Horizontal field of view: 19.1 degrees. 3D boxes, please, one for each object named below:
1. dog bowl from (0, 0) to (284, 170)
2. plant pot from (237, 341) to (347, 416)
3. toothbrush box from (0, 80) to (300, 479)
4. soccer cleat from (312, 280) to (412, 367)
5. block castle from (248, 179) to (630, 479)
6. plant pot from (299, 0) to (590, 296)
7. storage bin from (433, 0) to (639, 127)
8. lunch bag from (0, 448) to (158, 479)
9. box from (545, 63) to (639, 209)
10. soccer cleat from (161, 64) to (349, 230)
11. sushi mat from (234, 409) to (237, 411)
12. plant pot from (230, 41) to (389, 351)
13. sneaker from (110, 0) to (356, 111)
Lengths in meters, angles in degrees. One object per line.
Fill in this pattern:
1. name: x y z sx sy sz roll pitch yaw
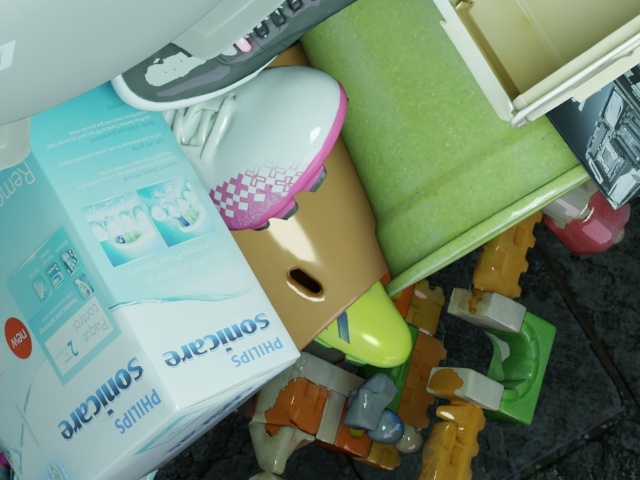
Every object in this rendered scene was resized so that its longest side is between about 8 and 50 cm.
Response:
1. dog bowl: -0.152 -0.159 1.106 0.348 0.102 0.349 -30 170 -6
2. plant pot: -0.076 0.066 2.139 0.263 0.229 0.263 -30 172 -5
3. toothbrush box: -0.179 0.021 1.368 0.126 0.295 0.216 -22 168 -43
4. soccer cleat: -0.001 0.000 1.864 0.093 0.289 0.121 -12 146 -46
5. block castle: 0.126 0.130 1.961 0.303 0.453 0.213 2 161 46
6. plant pot: 0.109 -0.131 1.559 0.276 0.254 0.276 -31 177 -2
7. storage bin: 0.149 -0.241 1.126 0.260 0.262 0.123 -34 172 19
8. lunch bag: -0.263 0.137 1.760 0.160 0.262 0.223 -19 178 35
9. box: 0.228 -0.196 1.471 0.242 0.307 0.076 -23 162 -42
10. soccer cleat: -0.108 -0.071 1.420 0.331 0.143 0.116 -16 -129 59
11. sushi mat: -0.231 0.146 2.105 0.316 0.151 0.019 -2 136 -43
12. plant pot: -0.042 -0.014 1.716 0.291 0.203 0.291 -41 178 -2
13. sneaker: -0.013 -0.191 1.281 0.295 0.105 0.147 -35 -172 -14
